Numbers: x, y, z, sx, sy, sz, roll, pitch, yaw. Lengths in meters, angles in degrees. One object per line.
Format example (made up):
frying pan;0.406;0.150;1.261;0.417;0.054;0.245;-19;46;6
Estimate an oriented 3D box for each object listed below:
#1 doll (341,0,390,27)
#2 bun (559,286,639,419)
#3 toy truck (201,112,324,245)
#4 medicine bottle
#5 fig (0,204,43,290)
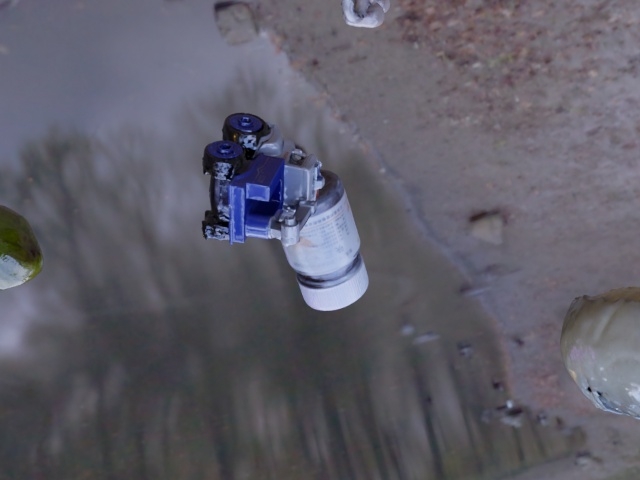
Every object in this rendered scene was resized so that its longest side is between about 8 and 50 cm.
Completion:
doll;0.054;-0.392;1.088;0.119;0.154;0.278;6;117;11
bun;0.357;0.111;0.804;0.287;0.146;0.287;0;175;0
toy truck;-0.087;-0.089;1.452;0.177;0.213;0.161;10;126;10
medicine bottle;0.000;0.000;1.975;0.165;0.165;0.273;-16;121;4
fig;-0.536;0.009;1.496;0.144;0.154;0.165;-33;152;-8
